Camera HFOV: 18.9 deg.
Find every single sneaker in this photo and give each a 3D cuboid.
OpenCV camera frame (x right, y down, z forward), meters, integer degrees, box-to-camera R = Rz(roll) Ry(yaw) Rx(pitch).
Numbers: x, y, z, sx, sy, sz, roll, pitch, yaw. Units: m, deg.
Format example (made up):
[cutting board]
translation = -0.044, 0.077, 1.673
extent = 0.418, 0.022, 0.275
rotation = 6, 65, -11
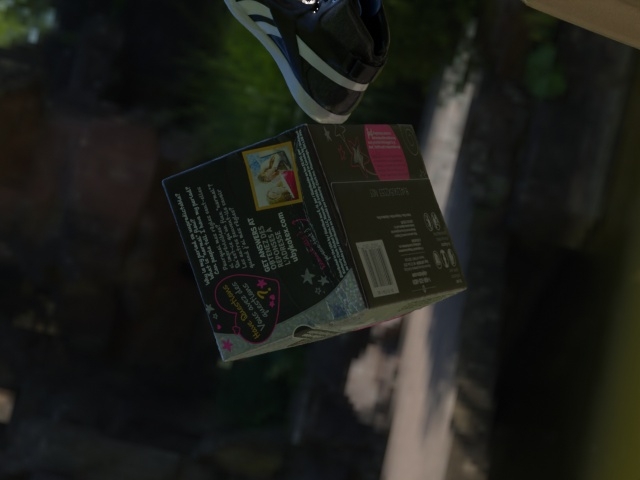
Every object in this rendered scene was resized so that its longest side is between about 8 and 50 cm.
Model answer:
[sneaker]
translation = -0.006, -0.225, 1.807
extent = 0.079, 0.217, 0.121
rotation = -7, -34, -52

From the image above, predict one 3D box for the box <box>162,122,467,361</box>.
[box]
translation = 0.000, 0.000, 1.612
extent = 0.247, 0.142, 0.163
rotation = -8, -102, -66

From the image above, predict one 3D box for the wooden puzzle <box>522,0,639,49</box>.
[wooden puzzle]
translation = 0.272, -0.178, 1.186
extent = 0.239, 0.221, 0.044
rotation = -29, 50, 55
